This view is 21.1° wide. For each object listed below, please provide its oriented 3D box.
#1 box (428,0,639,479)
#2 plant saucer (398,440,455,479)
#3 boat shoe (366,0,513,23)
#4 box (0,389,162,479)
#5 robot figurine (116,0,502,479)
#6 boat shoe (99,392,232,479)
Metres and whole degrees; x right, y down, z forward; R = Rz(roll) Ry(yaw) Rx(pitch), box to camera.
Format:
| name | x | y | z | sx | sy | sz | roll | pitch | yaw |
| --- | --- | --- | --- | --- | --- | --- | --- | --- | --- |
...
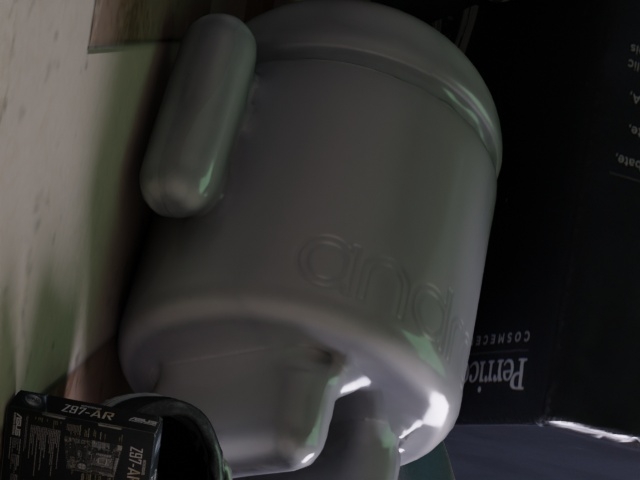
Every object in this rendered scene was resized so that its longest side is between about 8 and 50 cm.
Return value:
| name | x | y | z | sx | sy | sz | roll | pitch | yaw |
| --- | --- | --- | --- | --- | --- | --- | --- | --- | --- |
| box | 0.197 | -0.052 | 1.339 | 0.480 | 0.297 | 0.472 | -15 | -117 | 63 |
| plant saucer | -0.015 | 0.190 | 1.248 | 0.317 | 0.043 | 0.318 | 20 | -65 | 50 |
| boat shoe | 0.070 | -0.296 | 0.980 | 0.500 | 0.156 | 0.187 | 83 | 13 | -61 |
| box | -0.108 | 0.112 | 0.758 | 0.018 | 0.067 | 0.083 | -69 | 168 | -70 |
| robot figurine | 0.000 | 0.000 | 1.025 | 0.300 | 0.199 | 0.353 | 50 | 42 | -43 |
| boat shoe | -0.090 | 0.223 | 0.815 | 0.102 | 0.108 | 0.301 | 165 | -65 | -69 |
